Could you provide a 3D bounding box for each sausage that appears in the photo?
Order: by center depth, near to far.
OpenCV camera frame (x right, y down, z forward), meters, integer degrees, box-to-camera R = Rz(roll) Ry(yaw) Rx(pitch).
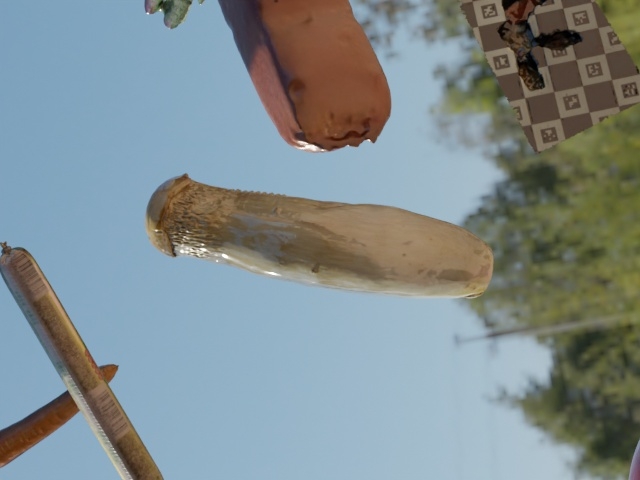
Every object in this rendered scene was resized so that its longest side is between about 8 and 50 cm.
[{"bbox_3d":[-0.199,0.116,1.450,0.269,0.032,0.033,61,-162,-14],"label":"sausage"},{"bbox_3d":[-0.039,-0.215,1.469,0.094,0.097,0.348,112,139,-61],"label":"sausage"}]

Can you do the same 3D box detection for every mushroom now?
[{"bbox_3d":[0.000,0.000,1.737,0.123,0.351,0.095,-16,-63,-88],"label":"mushroom"}]

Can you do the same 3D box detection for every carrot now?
[{"bbox_3d":[-0.292,0.189,1.872,0.037,0.190,0.037,55,-174,-9],"label":"carrot"}]

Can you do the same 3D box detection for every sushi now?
[{"bbox_3d":[0.334,-0.272,2.526,0.279,0.192,0.043,63,177,21],"label":"sushi"}]

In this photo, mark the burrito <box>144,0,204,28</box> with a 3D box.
[{"bbox_3d":[-0.148,-0.391,1.998,0.066,0.096,0.309,-71,-7,-62],"label":"burrito"}]

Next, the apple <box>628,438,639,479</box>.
[{"bbox_3d":[0.415,0.244,1.573,0.260,0.260,0.217,30,-110,-72],"label":"apple"}]
